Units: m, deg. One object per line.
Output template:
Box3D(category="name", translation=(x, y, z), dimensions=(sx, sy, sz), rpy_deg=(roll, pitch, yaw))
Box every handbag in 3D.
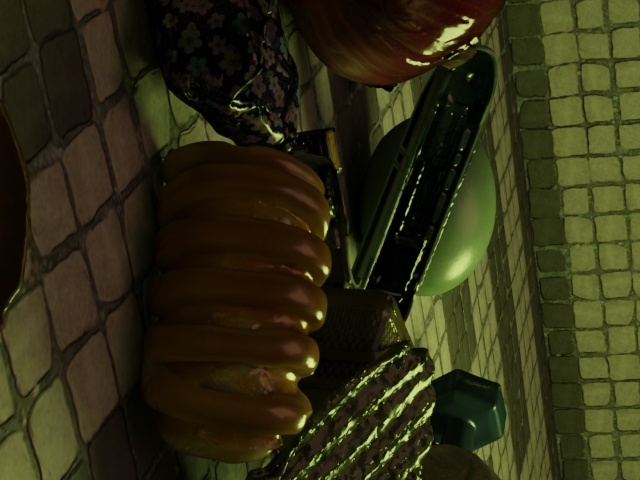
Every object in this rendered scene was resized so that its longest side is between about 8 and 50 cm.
Box3D(category="handbag", translation=(-0.095, -0.200, 1.416), dimensions=(0.208, 0.127, 0.228), rpy_deg=(61, 13, -64))

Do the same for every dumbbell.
Box3D(category="dumbbell", translation=(0.221, 0.365, 2.330), dimensions=(0.316, 0.156, 0.143), rpy_deg=(-74, -176, -48))

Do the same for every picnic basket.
Box3D(category="picnic basket", translation=(0.022, 0.179, 1.667), dimensions=(0.266, 0.165, 0.139), rpy_deg=(67, 33, -47))

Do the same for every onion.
Box3D(category="onion", translation=(0.101, -0.363, 1.802), dimensions=(0.354, 0.354, 0.353), rpy_deg=(-3, 90, -73))

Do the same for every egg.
Box3D(category="egg", translation=(0.159, -0.055, 2.103), dimensions=(0.203, 0.203, 0.282), rpy_deg=(47, 44, -65))

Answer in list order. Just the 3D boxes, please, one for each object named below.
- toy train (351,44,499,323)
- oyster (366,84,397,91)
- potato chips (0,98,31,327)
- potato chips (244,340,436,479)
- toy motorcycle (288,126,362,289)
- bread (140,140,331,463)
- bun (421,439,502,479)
Box3D(category="toy train", translation=(0.139, -0.085, 1.930), dimensions=(0.088, 0.087, 0.407), rpy_deg=(-120, -133, -62))
Box3D(category="oyster", translation=(0.060, -0.316, 2.084), dimensions=(0.163, 0.081, 0.191), rpy_deg=(107, -27, -64))
Box3D(category="potato chips", translation=(-0.260, -0.032, 0.977), dimensions=(0.150, 0.049, 0.201), rpy_deg=(-69, 153, -44))
Box3D(category="potato chips", translation=(0.005, 0.308, 1.472), dimensions=(0.429, 0.070, 0.358), rpy_deg=(-48, 142, -29))
Box3D(category="toy motorcycle", translation=(0.000, 0.000, 1.766), dimensions=(0.157, 0.091, 0.263), rpy_deg=(-47, 129, -74))
Box3D(category="bread", translation=(-0.076, 0.054, 1.345), dimensions=(0.121, 0.173, 0.311), rpy_deg=(123, -28, -65))
Box3D(category="bun", translation=(0.142, 0.396, 1.934), dimensions=(0.205, 0.281, 0.281), rpy_deg=(46, -8, 33))
